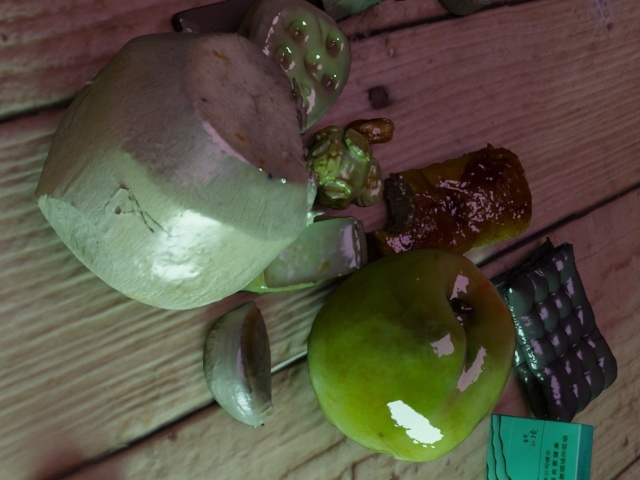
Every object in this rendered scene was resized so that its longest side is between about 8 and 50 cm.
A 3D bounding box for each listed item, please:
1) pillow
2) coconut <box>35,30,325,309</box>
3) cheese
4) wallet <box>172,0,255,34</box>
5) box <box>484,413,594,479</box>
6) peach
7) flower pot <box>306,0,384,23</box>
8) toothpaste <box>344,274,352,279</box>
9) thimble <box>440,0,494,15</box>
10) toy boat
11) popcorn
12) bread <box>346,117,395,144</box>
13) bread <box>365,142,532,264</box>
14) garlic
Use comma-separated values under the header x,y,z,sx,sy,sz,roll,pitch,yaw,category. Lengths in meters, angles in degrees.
x,y,z,sx,sy,sz,roll,pitch,yaw,category
0.454,0.182,1.588,0.228,0.101,0.326,-28,101,-33,pillow
-0.192,-0.087,1.081,0.346,0.360,0.346,32,39,-31,coconut
-0.058,-0.281,1.277,0.235,0.117,0.217,-27,122,-38,cheese
-0.151,-0.328,1.301,0.153,0.039,0.117,-28,98,-34,wallet
0.381,0.397,1.435,0.042,0.226,0.160,16,77,-26,box
0.131,0.169,1.254,0.282,0.316,0.314,38,51,-20,peach
0.038,-0.454,1.354,0.203,0.212,0.212,-40,105,-20,flower pot
0.000,0.000,1.356,0.255,0.037,0.067,40,67,-19,toothpaste
0.282,-0.501,1.570,0.102,0.090,0.115,-20,97,-29,thimble
-0.039,0.022,1.275,0.277,0.084,0.111,-7,92,-24,toy boat
0.028,-0.119,1.335,0.136,0.141,0.162,-31,81,9,popcorn
0.088,-0.190,1.414,0.083,0.081,0.046,-2,101,4,bread
0.231,-0.060,1.468,0.381,0.109,0.185,-18,96,-33,bread
-0.124,0.194,1.227,0.101,0.087,0.195,-8,85,-46,garlic
